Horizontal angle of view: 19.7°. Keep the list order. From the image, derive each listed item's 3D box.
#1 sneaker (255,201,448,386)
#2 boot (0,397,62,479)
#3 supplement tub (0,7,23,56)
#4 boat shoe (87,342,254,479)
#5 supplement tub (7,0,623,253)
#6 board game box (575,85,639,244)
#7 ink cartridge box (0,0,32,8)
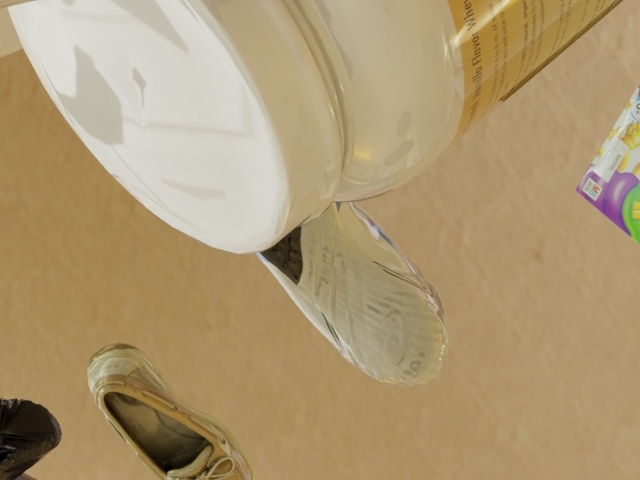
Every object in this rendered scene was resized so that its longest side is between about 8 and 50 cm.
[{"bbox_3d":[0.000,0.000,1.242,0.085,0.086,0.237,-37,100,-4],"label":"sneaker"},{"bbox_3d":[-0.350,0.272,2.130,0.246,0.094,0.207,18,137,-33],"label":"boot"},{"bbox_3d":[-0.392,-0.351,1.850,0.241,0.331,0.241,-18,131,-22],"label":"supplement tub"},{"bbox_3d":[-0.097,0.131,1.205,0.056,0.048,0.153,-31,120,11],"label":"boat shoe"},{"bbox_3d":[0.025,-0.161,0.891,0.316,0.228,0.228,-40,121,-26],"label":"supplement tub"},{"bbox_3d":[0.431,-0.031,1.920,0.142,0.275,0.144,-14,139,-49],"label":"board game box"},{"bbox_3d":[-0.075,-0.168,0.495,0.201,0.278,0.117,29,113,16],"label":"ink cartridge box"}]
